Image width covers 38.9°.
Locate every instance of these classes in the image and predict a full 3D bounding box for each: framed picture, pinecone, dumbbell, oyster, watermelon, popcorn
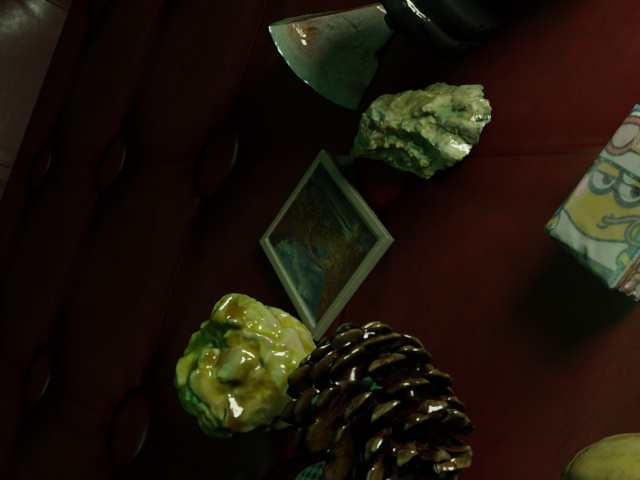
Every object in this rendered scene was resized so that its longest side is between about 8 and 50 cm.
[{"bbox_3d":[0.000,0.000,1.294,0.184,0.016,0.250,-54,36,18],"label":"framed picture"},{"bbox_3d":[0.064,0.187,0.967,0.204,0.184,0.179,39,95,29],"label":"pinecone"},{"bbox_3d":[0.215,-0.355,1.055,0.388,0.185,0.185,-31,48,43],"label":"dumbbell"},{"bbox_3d":[0.124,-0.152,1.163,0.209,0.072,0.133,22,93,54],"label":"oyster"},{"bbox_3d":[0.037,-0.299,1.392,0.202,0.136,0.207,0,34,16],"label":"watermelon"},{"bbox_3d":[-0.095,0.163,1.179,0.167,0.187,0.185,49,120,45],"label":"popcorn"}]

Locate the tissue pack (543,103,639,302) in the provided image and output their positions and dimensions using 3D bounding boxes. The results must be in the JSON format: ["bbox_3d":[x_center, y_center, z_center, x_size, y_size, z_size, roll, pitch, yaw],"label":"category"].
[{"bbox_3d":[0.299,-0.036,0.861,0.155,0.065,0.115,-57,36,16],"label":"tissue pack"}]

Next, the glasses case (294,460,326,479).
[{"bbox_3d":[0.004,0.409,1.003,0.125,0.076,0.327,-25,53,43],"label":"glasses case"}]

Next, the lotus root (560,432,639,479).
[{"bbox_3d":[0.282,0.231,0.665,0.284,0.146,0.160,4,93,52],"label":"lotus root"}]
